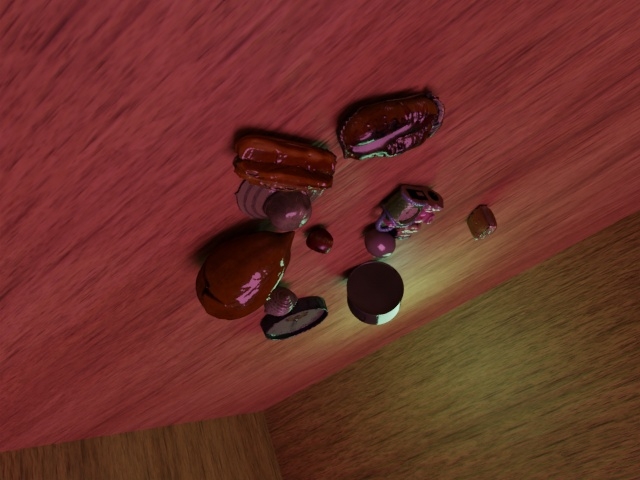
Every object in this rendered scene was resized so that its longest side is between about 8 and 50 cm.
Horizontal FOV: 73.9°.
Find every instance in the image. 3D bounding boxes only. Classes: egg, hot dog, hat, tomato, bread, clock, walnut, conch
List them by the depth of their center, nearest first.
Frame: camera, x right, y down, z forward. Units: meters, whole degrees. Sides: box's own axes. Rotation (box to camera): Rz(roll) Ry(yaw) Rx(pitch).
[{"bbox_3d":[-0.072,-0.164,0.944,0.268,0.115,0.072,5,-177,-39],"label":"hot dog"},{"bbox_3d":[0.163,-0.256,0.989,0.270,0.082,0.163,-17,154,-15],"label":"hot dog"},{"bbox_3d":[-0.080,-0.086,1.071,0.251,0.110,0.252,-19,153,-10],"label":"hat"},{"bbox_3d":[-0.203,0.078,1.185,0.336,0.209,0.209,-40,151,4],"label":"walnut"},{"bbox_3d":[0.000,0.000,1.323,0.075,0.087,0.087,-67,154,-11],"label":"tomato"},{"bbox_3d":[0.274,-0.084,1.373,0.193,0.100,0.196,2,141,-34],"label":"clock"},{"bbox_3d":[0.206,0.007,1.471,0.103,0.103,0.135,-32,147,17],"label":"egg"},{"bbox_3d":[-0.152,0.220,1.578,0.135,0.103,0.153,-16,-173,-38],"label":"conch"},{"bbox_3d":[0.645,-0.068,1.687,0.082,0.106,0.125,-12,153,-20],"label":"bread"},{"bbox_3d":[-0.113,0.350,1.890,0.312,0.062,0.313,-19,152,-10],"label":"clock"}]

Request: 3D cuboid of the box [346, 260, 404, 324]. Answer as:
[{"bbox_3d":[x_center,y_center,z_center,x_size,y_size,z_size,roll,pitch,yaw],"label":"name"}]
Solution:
[{"bbox_3d":[0.219,0.216,1.726,0.225,0.226,0.149,-20,153,-6],"label":"box"}]
